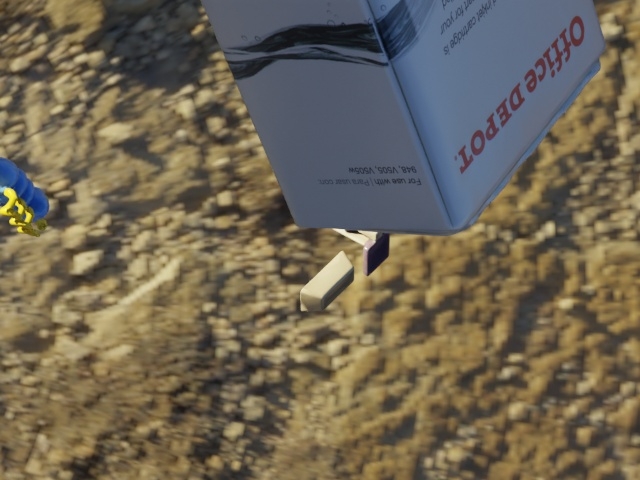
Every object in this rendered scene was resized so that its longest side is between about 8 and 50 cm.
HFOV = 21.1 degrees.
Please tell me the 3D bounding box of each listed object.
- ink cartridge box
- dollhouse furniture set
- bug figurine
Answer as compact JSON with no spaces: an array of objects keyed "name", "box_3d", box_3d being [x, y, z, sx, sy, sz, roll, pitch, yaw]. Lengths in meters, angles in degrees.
[{"name":"ink cartridge box","box_3d":[0.025,-0.126,0.695,0.153,0.087,0.208,-47,126,-40]},{"name":"dollhouse furniture set","box_3d":[0.000,0.000,1.631,0.081,0.091,0.114,30,56,25]},{"name":"bug figurine","box_3d":[-0.374,-0.087,1.552,0.072,0.279,0.216,-65,151,-20]}]
